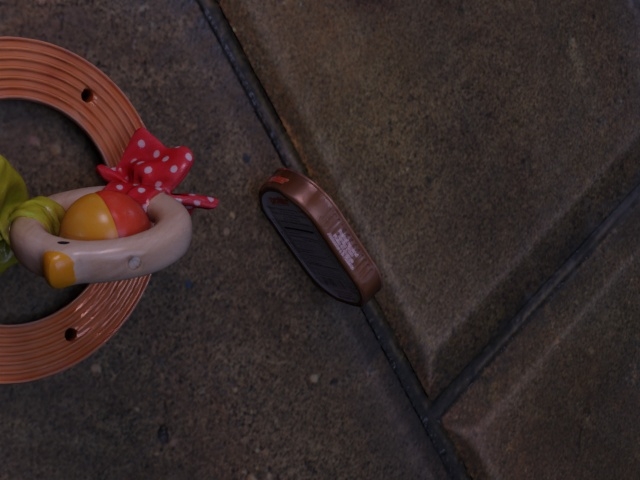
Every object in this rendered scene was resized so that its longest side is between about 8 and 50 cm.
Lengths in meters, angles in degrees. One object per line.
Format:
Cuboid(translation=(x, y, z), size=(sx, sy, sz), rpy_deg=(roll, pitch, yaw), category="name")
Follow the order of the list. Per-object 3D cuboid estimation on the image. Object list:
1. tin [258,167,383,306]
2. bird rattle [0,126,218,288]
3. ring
Cuboid(translation=(0.000, 0.000, 1.492), size=(0.040, 0.106, 0.189), rpy_deg=(-48, 121, -25), category="tin")
Cuboid(translation=(-0.203, -0.010, 1.239), size=(0.253, 0.207, 0.143), rpy_deg=(-3, 114, -30), category="bird rattle")
Cuboid(translation=(-0.300, -0.028, 1.295), size=(0.336, 0.032, 0.336), rpy_deg=(-3, 95, -39), category="ring")
